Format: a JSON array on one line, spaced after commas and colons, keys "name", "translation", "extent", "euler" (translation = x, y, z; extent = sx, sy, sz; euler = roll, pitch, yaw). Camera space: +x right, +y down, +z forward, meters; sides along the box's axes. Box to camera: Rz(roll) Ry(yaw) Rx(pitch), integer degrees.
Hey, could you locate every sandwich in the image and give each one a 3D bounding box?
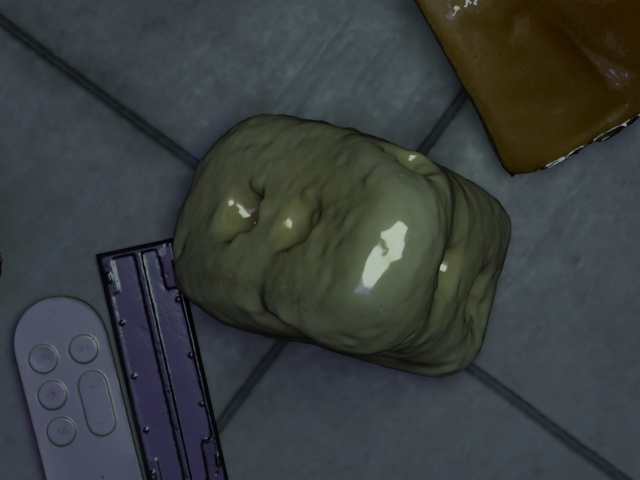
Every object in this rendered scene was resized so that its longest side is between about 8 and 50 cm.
[{"name": "sandwich", "translation": [0.204, -0.191, 1.433], "extent": [0.245, 0.063, 0.212], "euler": [-31, 110, 0]}]

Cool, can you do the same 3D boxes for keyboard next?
[{"name": "keyboard", "translation": [-0.124, 0.102, 1.493], "extent": [0.067, 0.011, 0.202], "euler": [-12, 92, 1]}]

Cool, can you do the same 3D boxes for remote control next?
[{"name": "remote control", "translation": [-0.185, 0.163, 1.488], "extent": [0.077, 0.022, 0.245], "euler": [-13, 92, 1]}]

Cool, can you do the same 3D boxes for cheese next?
[{"name": "cheese", "translation": [0.000, -0.002, 1.396], "extent": [0.248, 0.251, 0.174], "euler": [14, 91, 14]}]

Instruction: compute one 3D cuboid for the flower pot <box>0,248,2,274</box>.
[{"name": "flower pot", "translation": [-0.293, 0.016, 1.447], "extent": [0.111, 0.089, 0.111], "euler": [0, 92, 0]}]
